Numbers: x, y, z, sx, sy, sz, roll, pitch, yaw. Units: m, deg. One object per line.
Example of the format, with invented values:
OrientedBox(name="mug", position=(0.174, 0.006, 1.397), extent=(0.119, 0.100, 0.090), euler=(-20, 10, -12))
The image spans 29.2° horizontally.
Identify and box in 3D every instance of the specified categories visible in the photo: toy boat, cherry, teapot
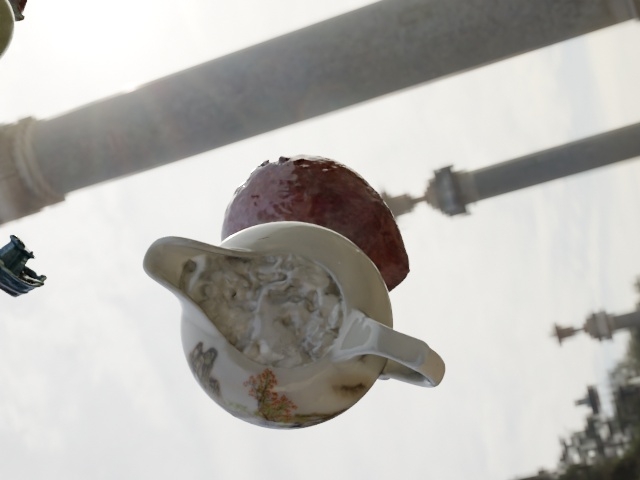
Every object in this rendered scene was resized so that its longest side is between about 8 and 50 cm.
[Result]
OrientedBox(name="toy boat", position=(-0.379, 0.027, 1.496), extent=(0.060, 0.061, 0.137), euler=(43, 174, 35))
OrientedBox(name="cherry", position=(0.000, 0.000, 1.426), extent=(0.192, 0.249, 0.175), euler=(-62, -34, -11))
OrientedBox(name="teapot", position=(-0.023, 0.078, 1.169), extent=(0.139, 0.298, 0.204), euler=(82, -155, -67))

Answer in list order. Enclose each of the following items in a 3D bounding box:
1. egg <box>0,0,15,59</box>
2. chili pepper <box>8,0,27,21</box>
OrientedBox(name="egg", position=(-0.374, -0.213, 1.212), extent=(0.152, 0.114, 0.114), euler=(-22, -84, -49))
OrientedBox(name="chili pepper", position=(-0.357, -0.296, 1.379), extent=(0.041, 0.050, 0.153), euler=(16, -137, -58))
